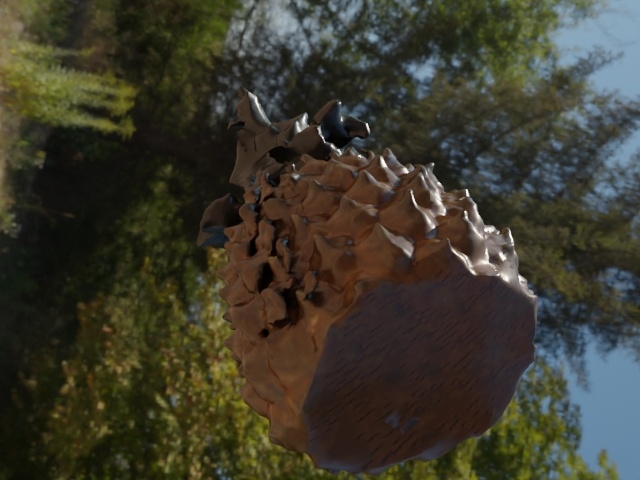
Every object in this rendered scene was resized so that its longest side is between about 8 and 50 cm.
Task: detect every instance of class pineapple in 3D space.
[{"bbox_3d":[0.001,0.001,0.680,0.357,0.223,0.222,54,-48,47],"label":"pineapple"}]
